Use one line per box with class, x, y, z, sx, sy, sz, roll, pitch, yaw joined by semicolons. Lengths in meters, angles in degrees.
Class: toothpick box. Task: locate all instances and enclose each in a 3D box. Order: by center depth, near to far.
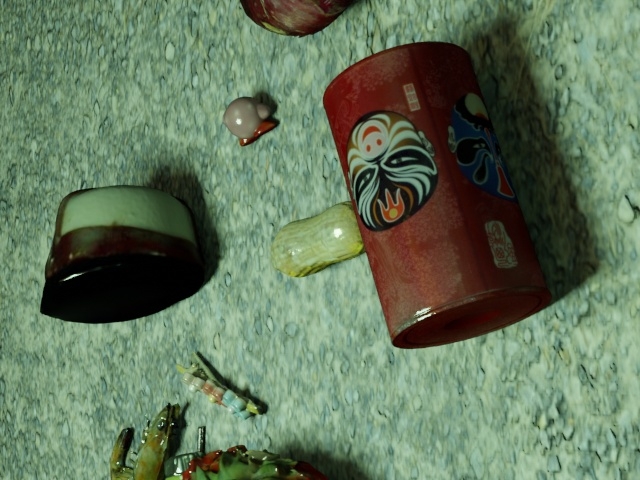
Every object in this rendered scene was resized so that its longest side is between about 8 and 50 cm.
toothpick box;0.139;-0.053;1.344;0.204;0.204;0.333;-32;66;42

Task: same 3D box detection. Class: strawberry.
strawberry;-0.076;0.470;1.545;0.351;0.267;0.312;65;167;-12

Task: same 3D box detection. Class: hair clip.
hair clip;-0.174;0.245;1.774;0.056;0.062;0.214;-44;43;-15

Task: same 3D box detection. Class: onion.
onion;-0.022;-0.408;1.550;0.246;0.190;0.246;-40;41;48

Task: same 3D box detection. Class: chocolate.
chocolate;-0.343;0.011;1.821;0.283;0.284;0.186;-35;62;41

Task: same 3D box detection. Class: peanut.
peanut;0.000;0.000;1.577;0.207;0.087;0.087;-23;72;45

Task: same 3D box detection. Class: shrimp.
shrimp;-0.322;0.375;1.935;0.169;0.058;0.296;47;124;41

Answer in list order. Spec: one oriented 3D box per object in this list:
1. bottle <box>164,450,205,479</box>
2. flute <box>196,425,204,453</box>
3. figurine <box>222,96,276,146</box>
bottle;-0.205;0.478;1.755;0.112;0.112;0.260;-23;71;44
flute;-0.206;0.450;1.830;0.014;0.014;0.269;0;88;47
figurine;-0.117;-0.196;1.727;0.083;0.067;0.071;-26;89;27
